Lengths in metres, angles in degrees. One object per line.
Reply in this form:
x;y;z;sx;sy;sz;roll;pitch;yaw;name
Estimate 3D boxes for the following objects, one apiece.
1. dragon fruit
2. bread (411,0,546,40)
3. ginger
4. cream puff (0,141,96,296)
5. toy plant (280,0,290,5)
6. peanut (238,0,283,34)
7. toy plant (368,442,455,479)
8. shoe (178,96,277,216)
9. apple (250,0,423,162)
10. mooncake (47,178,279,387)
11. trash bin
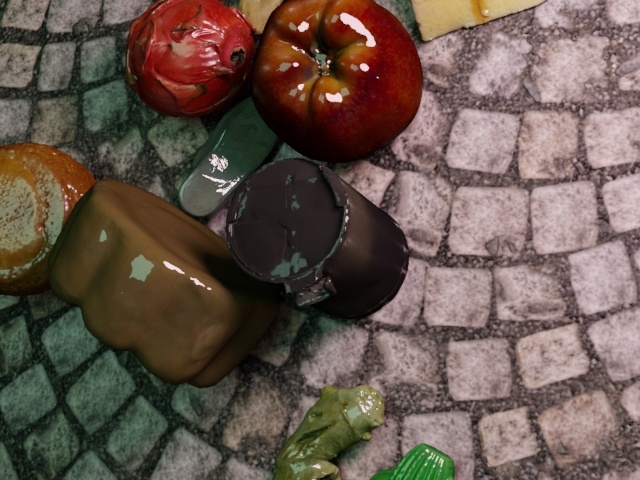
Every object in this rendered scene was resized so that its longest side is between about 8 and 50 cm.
-0.236;-0.333;1.781;0.252;0.241;0.241;6;79;12;dragon fruit
0.247;-0.455;1.639;0.240;0.178;0.135;-14;71;16;bread
0.000;0.358;1.587;0.137;0.089;0.290;21;80;43;ginger
-0.543;-0.036;1.838;0.303;0.212;0.303;-2;80;12;cream puff
0.012;-0.430;1.775;0.162;0.093;0.093;-27;68;13;toy plant
-0.106;-0.493;1.838;0.103;0.098;0.229;-30;59;58;peanut
0.123;0.422;1.520;0.240;0.088;0.155;-47;52;17;toy plant
-0.172;-0.148;1.785;0.103;0.100;0.251;39;75;-15;shoe
0.024;-0.267;1.621;0.288;0.317;0.288;0;88;10;apple
-0.264;0.076;1.611;0.378;0.378;0.201;39;99;25;mooncake
0.000;0.000;1.554;0.203;0.301;0.252;-25;69;15;trash bin
